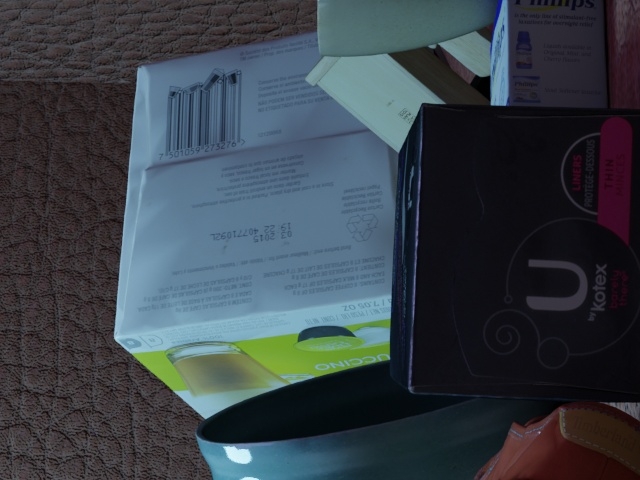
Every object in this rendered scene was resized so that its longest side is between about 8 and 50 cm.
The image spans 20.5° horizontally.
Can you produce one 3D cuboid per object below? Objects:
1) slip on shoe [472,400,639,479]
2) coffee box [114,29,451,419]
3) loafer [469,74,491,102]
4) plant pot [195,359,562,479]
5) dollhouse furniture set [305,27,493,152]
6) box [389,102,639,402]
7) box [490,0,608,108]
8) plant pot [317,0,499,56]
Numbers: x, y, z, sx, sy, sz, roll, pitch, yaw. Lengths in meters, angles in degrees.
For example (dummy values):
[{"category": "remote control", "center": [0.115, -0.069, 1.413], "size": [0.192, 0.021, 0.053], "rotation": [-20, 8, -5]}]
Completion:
[{"category": "slip on shoe", "center": [0.140, 0.158, 1.037], "size": [0.331, 0.123, 0.101], "rotation": [87, -152, -77]}, {"category": "coffee box", "center": [0.000, 0.000, 1.972], "size": [0.334, 0.337, 0.338], "rotation": [53, -146, -57]}, {"category": "loafer", "center": [0.167, -0.077, 1.826], "size": [0.078, 0.076, 0.223], "rotation": [71, -158, -61]}, {"category": "plant pot", "center": [0.064, 0.212, 1.400], "size": [0.293, 0.293, 0.196], "rotation": [-75, -27, -86]}, {"category": "dollhouse furniture set", "center": [0.178, -0.238, 1.709], "size": [0.303, 0.198, 0.286], "rotation": [-54, 6, -27]}, {"category": "box", "center": [0.119, 0.013, 1.083], "size": [0.270, 0.143, 0.165], "rotation": [79, -166, -88]}, {"category": "box", "center": [0.162, -0.111, 1.276], "size": [0.126, 0.072, 0.137], "rotation": [91, -178, -65]}, {"category": "plant pot", "center": [0.105, -0.274, 1.346], "size": [0.284, 0.190, 0.284], "rotation": [5, -90, -86]}]
